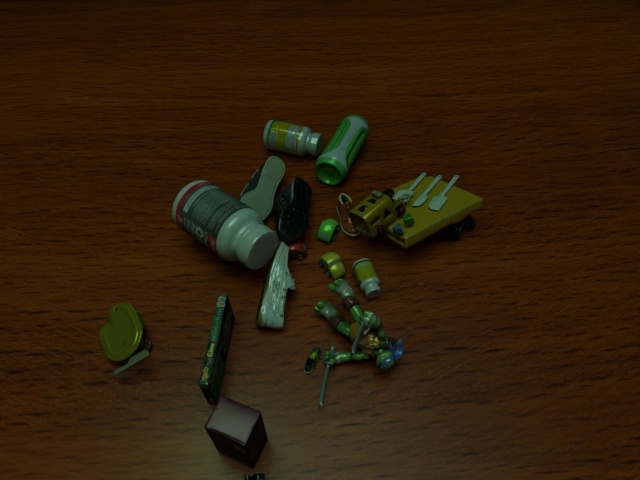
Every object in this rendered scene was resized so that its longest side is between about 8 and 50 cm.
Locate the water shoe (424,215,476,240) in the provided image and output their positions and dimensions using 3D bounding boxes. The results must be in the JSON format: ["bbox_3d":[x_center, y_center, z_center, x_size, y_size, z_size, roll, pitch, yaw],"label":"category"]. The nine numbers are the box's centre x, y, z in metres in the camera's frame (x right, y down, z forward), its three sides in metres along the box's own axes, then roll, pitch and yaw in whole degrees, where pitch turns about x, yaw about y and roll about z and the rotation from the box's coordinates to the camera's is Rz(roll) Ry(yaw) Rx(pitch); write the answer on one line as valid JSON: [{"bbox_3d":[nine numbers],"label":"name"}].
[{"bbox_3d":[0.427,-0.037,1.599,0.203,0.072,0.080,-25,60,-17],"label":"water shoe"}]

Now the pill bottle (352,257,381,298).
[{"bbox_3d":[0.144,0.117,1.477,0.065,0.065,0.116,-13,52,-11],"label":"pill bottle"}]

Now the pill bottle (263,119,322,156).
[{"bbox_3d":[-0.103,-0.388,1.850,0.209,0.117,0.117,14,53,12],"label":"pill bottle"}]

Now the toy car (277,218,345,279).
[{"bbox_3d":[0.000,0.000,1.573,0.239,0.053,0.224,21,53,12],"label":"toy car"}]

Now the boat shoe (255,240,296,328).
[{"bbox_3d":[-0.121,0.136,1.447,0.096,0.098,0.276,16,62,-10],"label":"boat shoe"}]

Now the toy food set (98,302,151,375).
[{"bbox_3d":[-0.535,0.277,1.352,0.128,0.071,0.217,-38,55,1],"label":"toy food set"}]

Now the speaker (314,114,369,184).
[{"bbox_3d":[0.085,-0.344,1.809,0.131,0.131,0.296,18,53,14],"label":"speaker"}]

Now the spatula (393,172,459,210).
[{"bbox_3d":[0.365,-0.177,1.643,0.168,0.019,0.242,10,39,32],"label":"spatula"}]

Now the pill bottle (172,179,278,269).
[{"bbox_3d":[-0.286,-0.044,1.467,0.319,0.176,0.176,31,57,27],"label":"pill bottle"}]

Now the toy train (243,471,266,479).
[{"bbox_3d":[-0.157,0.615,1.068,0.105,0.080,0.184,-9,52,0],"label":"toy train"}]

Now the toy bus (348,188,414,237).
[{"bbox_3d":[0.185,-0.105,1.514,0.191,0.104,0.202,-13,39,16],"label":"toy bus"}]

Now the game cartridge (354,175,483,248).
[{"bbox_3d":[0.323,-0.108,1.616,0.324,0.052,0.285,-25,35,-20],"label":"game cartridge"}]

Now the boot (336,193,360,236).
[{"bbox_3d":[0.093,-0.086,1.630,0.059,0.084,0.157,-13,54,-13],"label":"boot"}]

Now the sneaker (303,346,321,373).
[{"bbox_3d":[-0.020,0.326,1.327,0.031,0.035,0.083,18,53,13],"label":"sneaker"}]

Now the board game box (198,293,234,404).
[{"bbox_3d":[-0.274,0.288,1.293,0.031,0.136,0.259,4,51,1],"label":"board game box"}]

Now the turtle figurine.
[{"bbox_3d":[0.065,0.241,1.293,0.275,0.197,0.266,-19,48,-22],"label":"turtle figurine"}]

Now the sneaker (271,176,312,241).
[{"bbox_3d":[-0.109,-0.080,1.607,0.107,0.124,0.283,41,37,-23],"label":"sneaker"}]

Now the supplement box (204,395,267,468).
[{"bbox_3d":[-0.192,0.450,1.128,0.104,0.188,0.080,18,53,14],"label":"supplement box"}]

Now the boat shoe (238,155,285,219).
[{"bbox_3d":[-0.220,-0.153,1.692,0.112,0.096,0.335,36,55,-18],"label":"boat shoe"}]

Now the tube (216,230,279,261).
[{"bbox_3d":[-0.233,0.022,1.566,0.207,0.052,0.080,-12,66,-15],"label":"tube"}]
